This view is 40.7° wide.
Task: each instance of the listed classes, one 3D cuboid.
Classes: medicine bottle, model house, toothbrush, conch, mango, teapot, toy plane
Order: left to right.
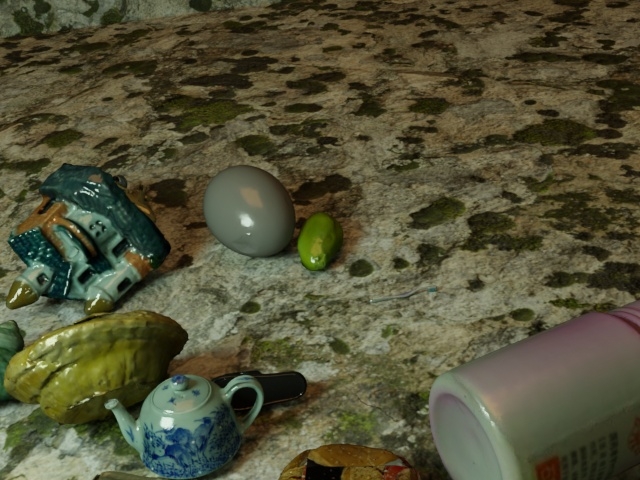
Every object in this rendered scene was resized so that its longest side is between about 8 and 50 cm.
[{"bbox_3d":[-0.577,0.222,1.448,0.176,0.122,0.188,7,29,44],"label":"conch"},{"bbox_3d":[-0.474,0.035,1.647,0.184,0.253,0.291,9,50,45],"label":"model house"},{"bbox_3d":[-0.462,-0.089,1.950,0.256,0.104,0.242,12,20,37],"label":"toy plane"},{"bbox_3d":[-0.198,0.261,1.296,0.232,0.159,0.159,-10,32,-9],"label":"teapot"},{"bbox_3d":[0.000,0.000,1.747,0.091,0.074,0.165,0,33,5],"label":"mango"},{"bbox_3d":[0.155,0.101,1.620,0.131,0.013,0.011,-10,22,-5],"label":"toothbrush"},{"bbox_3d":[0.363,0.221,1.201,0.388,0.219,0.219,-19,35,-20],"label":"medicine bottle"}]

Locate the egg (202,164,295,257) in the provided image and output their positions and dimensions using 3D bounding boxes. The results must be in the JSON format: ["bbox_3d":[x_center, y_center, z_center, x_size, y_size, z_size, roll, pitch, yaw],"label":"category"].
[{"bbox_3d":[-0.143,-0.056,1.766,0.176,0.176,0.232,-21,45,-22],"label":"egg"}]

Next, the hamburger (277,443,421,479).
[{"bbox_3d":[0.039,0.362,1.146,0.231,0.107,0.231,-7,25,3],"label":"hamburger"}]

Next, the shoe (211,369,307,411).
[{"bbox_3d":[-0.101,0.240,1.405,0.159,0.062,0.053,-6,6,-1],"label":"shoe"}]

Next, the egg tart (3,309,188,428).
[{"bbox_3d":[-0.341,0.209,1.355,0.290,0.290,0.115,-15,70,-15],"label":"egg tart"}]

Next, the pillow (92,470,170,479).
[{"bbox_3d":[-0.282,0.405,1.188,0.130,0.033,0.217,7,33,6],"label":"pillow"}]
